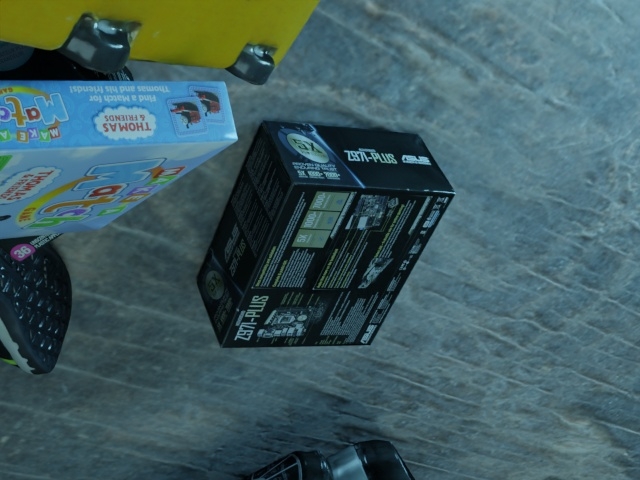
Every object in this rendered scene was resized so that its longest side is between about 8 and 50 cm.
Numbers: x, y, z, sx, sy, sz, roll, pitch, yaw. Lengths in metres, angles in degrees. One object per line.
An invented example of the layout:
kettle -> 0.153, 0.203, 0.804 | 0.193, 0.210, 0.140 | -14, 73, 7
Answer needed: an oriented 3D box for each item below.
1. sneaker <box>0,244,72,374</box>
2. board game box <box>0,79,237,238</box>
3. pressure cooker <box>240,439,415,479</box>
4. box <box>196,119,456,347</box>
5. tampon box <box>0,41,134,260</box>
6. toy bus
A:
sneaker -> -0.260, 0.019, 0.804 | 0.097, 0.084, 0.235 | 3, 146, 16
board game box -> -0.172, -0.035, 0.552 | 0.211, 0.039, 0.160 | -8, 169, -40
pressure cooker -> -0.036, 0.445, 1.126 | 0.420, 0.376, 0.370 | -26, 143, -1
box -> 0.000, 0.000, 0.896 | 0.147, 0.078, 0.180 | 1, 133, -29
tampon box -> -0.195, -0.090, 0.679 | 0.120, 0.101, 0.161 | -32, 140, 7
toy bus -> -0.098, -0.161, 0.559 | 0.108, 0.130, 0.332 | -58, 167, 16
